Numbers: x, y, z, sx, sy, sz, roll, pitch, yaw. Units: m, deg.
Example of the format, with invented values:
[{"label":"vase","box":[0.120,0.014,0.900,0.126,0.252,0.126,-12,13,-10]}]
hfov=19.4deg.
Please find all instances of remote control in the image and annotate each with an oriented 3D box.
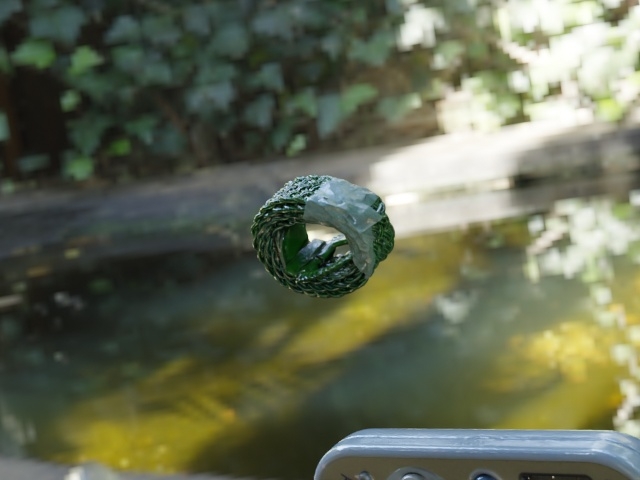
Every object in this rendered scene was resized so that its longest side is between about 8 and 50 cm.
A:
[{"label":"remote control","box":[0.100,0.148,1.066,0.244,0.087,0.047,-4,18,39]}]

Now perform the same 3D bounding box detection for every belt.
[{"label":"belt","box":[0.000,0.000,1.928,0.151,0.121,0.079,-1,28,32]}]
